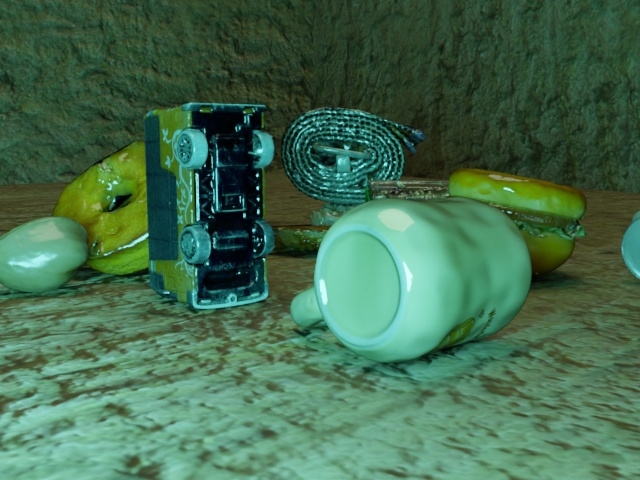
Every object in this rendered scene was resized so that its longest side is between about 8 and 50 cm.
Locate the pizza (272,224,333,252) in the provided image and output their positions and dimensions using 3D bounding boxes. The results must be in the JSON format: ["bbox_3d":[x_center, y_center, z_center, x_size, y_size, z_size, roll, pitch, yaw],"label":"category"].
[{"bbox_3d":[0.000,0.000,1.588,0.161,0.062,0.182,-1,0,42],"label":"pizza"}]

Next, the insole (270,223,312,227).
[{"bbox_3d":[-0.105,-0.027,1.927,0.328,0.007,0.111,-3,10,-24],"label":"insole"}]

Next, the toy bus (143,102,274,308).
[{"bbox_3d":[-0.162,-0.050,1.161,0.139,0.275,0.167,-6,7,-39],"label":"toy bus"}]

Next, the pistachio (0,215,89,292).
[{"bbox_3d":[-0.416,0.022,1.214,0.149,0.113,0.113,-11,13,-33],"label":"pistachio"}]

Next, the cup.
[{"bbox_3d":[0.080,0.034,0.931,0.202,0.173,0.255,-6,11,-44],"label":"cup"}]

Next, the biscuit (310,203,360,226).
[{"bbox_3d":[0.112,-0.046,1.807,0.179,0.084,0.281,10,17,32],"label":"biscuit"}]

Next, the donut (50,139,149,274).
[{"bbox_3d":[-0.320,-0.055,1.368,0.254,0.253,0.118,5,-31,29],"label":"donut"}]

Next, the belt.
[{"bbox_3d":[0.058,-0.182,1.776,0.295,0.206,0.160,13,10,-4],"label":"belt"}]

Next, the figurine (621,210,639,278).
[{"bbox_3d":[0.591,-0.023,1.379,0.133,0.176,0.236,34,25,19],"label":"figurine"}]

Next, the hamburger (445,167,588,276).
[{"bbox_3d":[0.311,-0.021,1.345,0.246,0.169,0.246,13,5,-1],"label":"hamburger"}]

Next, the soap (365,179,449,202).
[{"bbox_3d":[0.229,-0.047,1.622,0.274,0.098,0.217,-1,31,-3],"label":"soap"}]
